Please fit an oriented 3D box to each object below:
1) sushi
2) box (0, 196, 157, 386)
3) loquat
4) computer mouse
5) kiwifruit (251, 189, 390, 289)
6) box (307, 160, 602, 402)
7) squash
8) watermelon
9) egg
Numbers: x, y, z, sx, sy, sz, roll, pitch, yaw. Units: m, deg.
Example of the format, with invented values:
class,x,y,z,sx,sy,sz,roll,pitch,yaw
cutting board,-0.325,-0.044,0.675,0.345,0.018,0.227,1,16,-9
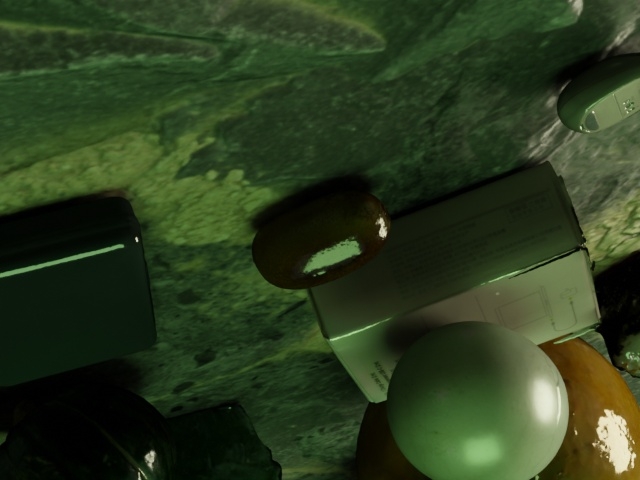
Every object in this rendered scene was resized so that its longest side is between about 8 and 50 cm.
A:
class,x,y,z,sx,sy,sz,roll,pitch,yaw
sushi,0.401,0.094,1.671,0.136,0.126,0.225,-34,149,32
box,-0.221,0.047,1.252,0.160,0.050,0.230,-14,155,-9
loquat,0.195,0.239,1.611,0.329,0.328,0.328,-15,155,-7
computer mouse,0.235,-0.124,1.217,0.096,0.039,0.066,-30,154,7
kiwifruit,0.000,0.000,1.279,0.124,0.075,0.075,-19,155,12
box,0.129,0.048,1.418,0.252,0.106,0.203,-22,155,6
squash,-0.238,0.237,1.470,0.172,0.218,0.218,24,144,-6
watermelon,-0.173,0.349,1.660,0.151,0.264,0.302,4,151,-37
egg,0.145,0.149,1.343,0.151,0.151,0.209,-29,157,22
